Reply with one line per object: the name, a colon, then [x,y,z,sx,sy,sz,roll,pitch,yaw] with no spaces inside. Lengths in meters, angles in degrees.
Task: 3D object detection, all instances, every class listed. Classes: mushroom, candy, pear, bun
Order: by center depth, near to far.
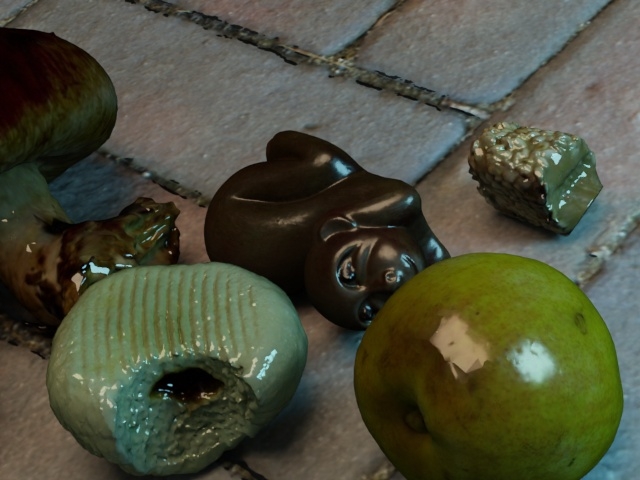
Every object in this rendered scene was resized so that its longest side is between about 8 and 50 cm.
pear: [0.121,0.102,1.264,0.200,0.200,0.200,-12,39,10]
bun: [-0.115,0.114,1.397,0.212,0.127,0.204,5,44,17]
candy: [0.186,-0.057,1.495,0.110,0.095,0.085,13,53,41]
mushroom: [-0.318,-0.053,1.630,0.334,0.356,0.331,-31,19,39]

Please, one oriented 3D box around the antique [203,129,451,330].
antique: [0.000,0.000,1.489,0.143,0.121,0.257,-45,44,-18]
